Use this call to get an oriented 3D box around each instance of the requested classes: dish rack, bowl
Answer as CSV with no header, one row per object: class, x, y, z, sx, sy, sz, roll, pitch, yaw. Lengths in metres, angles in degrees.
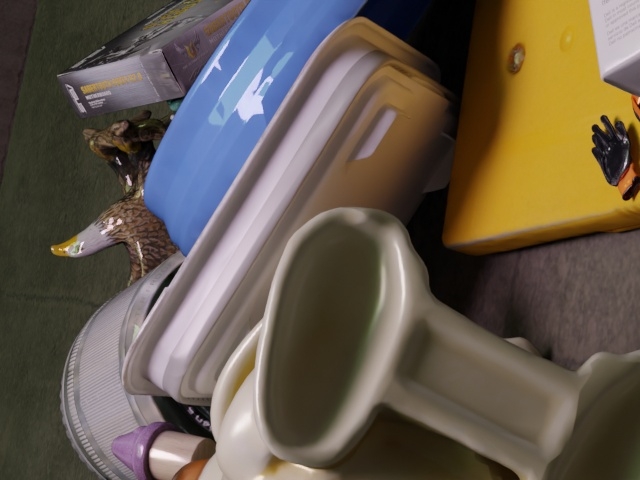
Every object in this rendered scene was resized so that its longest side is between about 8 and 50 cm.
dish rack,0.000,0.000,1.477,0.333,0.072,0.285,-59,-21,6
bowl,-0.009,-0.153,1.568,0.391,0.077,0.391,-52,-4,-6

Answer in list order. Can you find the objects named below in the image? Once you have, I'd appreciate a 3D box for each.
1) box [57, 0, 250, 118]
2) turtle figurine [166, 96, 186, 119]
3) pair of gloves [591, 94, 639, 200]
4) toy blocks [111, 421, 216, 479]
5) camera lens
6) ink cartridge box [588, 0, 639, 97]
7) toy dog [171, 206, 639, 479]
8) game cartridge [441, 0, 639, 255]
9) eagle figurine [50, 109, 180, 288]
box,-0.136,-0.213,1.975,0.183,0.231,0.056,-7,115,48
turtle figurine,-0.087,-0.114,1.989,0.234,0.118,0.175,-117,3,-61
pair of gloves,0.206,-0.076,1.245,0.074,0.010,0.083,-113,39,-51
toy blocks,-0.200,0.298,1.578,0.260,0.288,0.309,7,55,32
camera lens,-0.111,0.128,1.756,0.274,0.219,0.219,149,130,-62
ink cartridge box,0.243,-0.214,1.163,0.160,0.092,0.219,-30,54,42
toy dog,0.034,0.205,1.304,0.408,0.284,0.395,140,147,-74
game cartridge,0.200,-0.141,1.371,0.323,0.052,0.285,-11,68,64
eagle figurine,-0.191,0.007,2.136,0.226,0.225,0.298,-33,-75,-66
